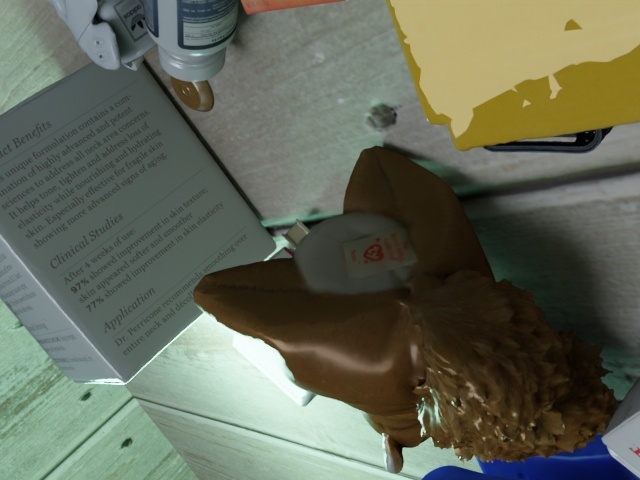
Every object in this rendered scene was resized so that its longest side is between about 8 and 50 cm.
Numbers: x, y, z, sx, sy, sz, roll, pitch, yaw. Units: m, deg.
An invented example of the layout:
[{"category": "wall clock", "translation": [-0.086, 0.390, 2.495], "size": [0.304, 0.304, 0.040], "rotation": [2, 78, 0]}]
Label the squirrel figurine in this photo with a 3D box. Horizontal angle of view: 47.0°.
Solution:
[{"category": "squirrel figurine", "translation": [0.119, 0.148, 0.842], "size": [0.397, 0.281, 0.370], "rotation": [27, 151, 36]}]

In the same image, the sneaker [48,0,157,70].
[{"category": "sneaker", "translation": [-0.248, -0.337, 0.865], "size": [0.210, 0.137, 0.366], "rotation": [51, 155, -8]}]

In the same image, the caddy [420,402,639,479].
[{"category": "caddy", "translation": [0.280, 0.325, 0.867], "size": [0.179, 0.241, 0.341], "rotation": [59, 149, -7]}]

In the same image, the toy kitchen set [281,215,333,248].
[{"category": "toy kitchen set", "translation": [0.000, 0.000, 1.042], "size": [0.083, 0.068, 0.075], "rotation": [45, 178, 4]}]

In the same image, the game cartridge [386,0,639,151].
[{"category": "game cartridge", "translation": [0.181, -0.207, 0.428], "size": [0.324, 0.052, 0.285], "rotation": [-5, 120, 33]}]

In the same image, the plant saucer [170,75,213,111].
[{"category": "plant saucer", "translation": [-0.186, -0.216, 1.044], "size": [0.083, 0.015, 0.083], "rotation": [33, 148, 24]}]

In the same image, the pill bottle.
[{"category": "pill bottle", "translation": [-0.146, -0.272, 0.831], "size": [0.108, 0.108, 0.180], "rotation": [39, 149, 15]}]

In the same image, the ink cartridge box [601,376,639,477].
[{"category": "ink cartridge box", "translation": [0.404, 0.151, 0.614], "size": [0.207, 0.117, 0.283], "rotation": [39, 149, 14]}]

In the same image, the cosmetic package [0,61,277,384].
[{"category": "cosmetic package", "translation": [-0.354, -0.025, 1.174], "size": [0.393, 0.329, 0.327], "rotation": [55, 150, -11]}]

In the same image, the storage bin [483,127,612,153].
[{"category": "storage bin", "translation": [0.167, -0.166, 0.577], "size": [0.122, 0.084, 0.180], "rotation": [8, 133, 48]}]

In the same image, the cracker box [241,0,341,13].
[{"category": "cracker box", "translation": [-0.047, -0.321, 0.634], "size": [0.156, 0.067, 0.232], "rotation": [13, 135, 49]}]

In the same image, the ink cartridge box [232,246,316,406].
[{"category": "ink cartridge box", "translation": [-0.042, 0.148, 1.206], "size": [0.172, 0.100, 0.237], "rotation": [39, 148, 14]}]
